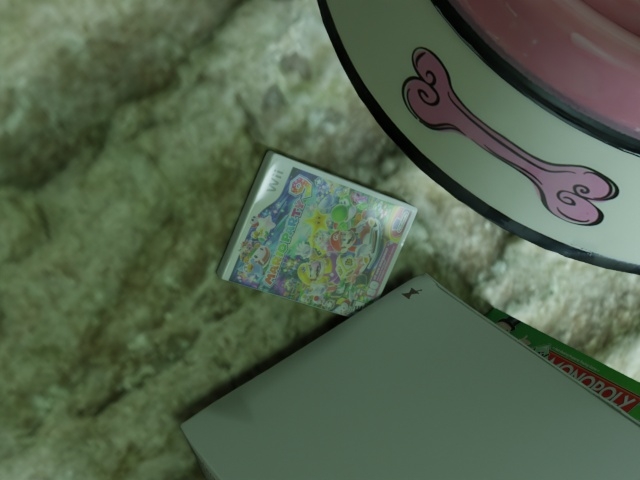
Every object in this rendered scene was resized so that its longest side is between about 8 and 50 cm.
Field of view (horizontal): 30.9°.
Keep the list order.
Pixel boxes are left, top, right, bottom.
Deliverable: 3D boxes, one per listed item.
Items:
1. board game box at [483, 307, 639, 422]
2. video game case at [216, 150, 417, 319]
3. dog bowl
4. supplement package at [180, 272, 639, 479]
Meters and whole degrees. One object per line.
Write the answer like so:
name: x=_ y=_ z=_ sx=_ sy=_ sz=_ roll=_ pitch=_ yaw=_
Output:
board game box: x=0.227 y=0.210 z=0.828 sx=0.046 sy=0.213 sz=0.317 roll=-36 pitch=116 yaw=-14
video game case: x=0.000 y=0.000 z=0.760 sx=0.122 sy=0.011 sz=0.087 roll=19 pitch=98 yaw=-33
dog bowl: x=0.201 y=-0.191 z=0.583 sx=0.408 sy=0.150 sz=0.407 roll=1 pitch=74 yaw=-3
supplement package: x=0.074 y=0.172 z=0.708 sx=0.204 sy=0.262 sz=0.145 roll=-31 pitch=125 yaw=-17
